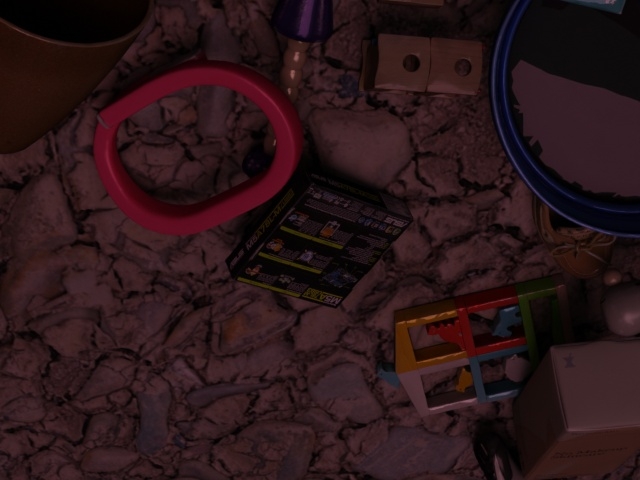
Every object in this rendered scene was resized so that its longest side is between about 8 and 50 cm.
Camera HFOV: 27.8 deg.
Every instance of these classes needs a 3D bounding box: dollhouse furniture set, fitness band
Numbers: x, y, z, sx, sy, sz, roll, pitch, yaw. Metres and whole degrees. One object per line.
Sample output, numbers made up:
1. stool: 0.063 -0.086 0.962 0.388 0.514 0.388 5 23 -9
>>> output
1. dollhouse furniture set: 0.125 -0.269 1.563 0.129 0.129 0.183 4 94 -8
2. fitness band: -0.158 -0.117 1.615 0.291 0.054 0.209 -24 111 29

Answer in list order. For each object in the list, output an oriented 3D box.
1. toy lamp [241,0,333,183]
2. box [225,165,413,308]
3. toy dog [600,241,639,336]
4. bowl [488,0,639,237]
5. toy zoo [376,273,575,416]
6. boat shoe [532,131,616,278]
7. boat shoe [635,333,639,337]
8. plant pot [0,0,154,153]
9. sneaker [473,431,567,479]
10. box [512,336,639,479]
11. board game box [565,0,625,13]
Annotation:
1. toy lamp: -0.040 -0.200 1.603 0.080 0.080 0.274 10 124 -11
2. box: 0.000 0.000 1.730 0.191 0.045 0.184 17 126 -39
3. toy dog: 0.512 -0.017 1.716 0.334 0.161 0.220 -25 169 -21
4. bowl: 0.392 -0.199 1.565 0.391 0.077 0.391 -1 103 -4
5. toy zoo: 0.226 0.162 1.900 0.293 0.030 0.192 -13 125 4
6. boat shoe: 0.334 -0.049 1.727 0.105 0.089 0.285 -19 124 9
7. boat shoe: 0.536 0.191 1.904 0.098 0.109 0.302 -21 129 3
8. plant pot: -0.349 -0.226 1.492 0.237 0.237 0.254 21 135 -18
9. sneaker: 0.324 0.378 2.027 0.108 0.100 0.271 -33 126 5
10. box: 0.372 0.243 1.822 0.148 0.121 0.311 -5 158 -2
11. board game box: 0.196 -0.407 1.380 0.336 0.079 0.253 12 114 -6
